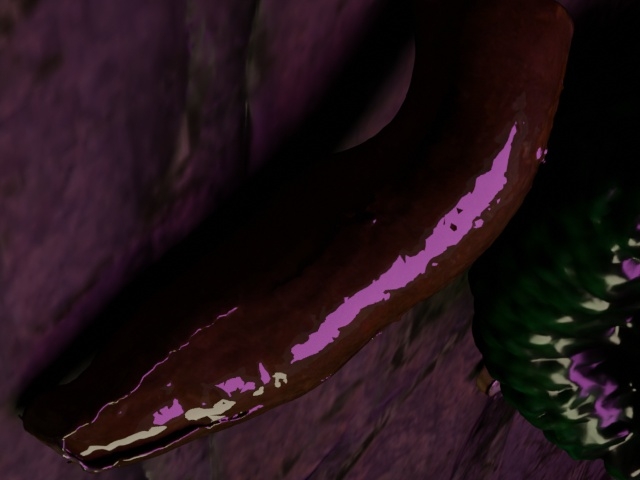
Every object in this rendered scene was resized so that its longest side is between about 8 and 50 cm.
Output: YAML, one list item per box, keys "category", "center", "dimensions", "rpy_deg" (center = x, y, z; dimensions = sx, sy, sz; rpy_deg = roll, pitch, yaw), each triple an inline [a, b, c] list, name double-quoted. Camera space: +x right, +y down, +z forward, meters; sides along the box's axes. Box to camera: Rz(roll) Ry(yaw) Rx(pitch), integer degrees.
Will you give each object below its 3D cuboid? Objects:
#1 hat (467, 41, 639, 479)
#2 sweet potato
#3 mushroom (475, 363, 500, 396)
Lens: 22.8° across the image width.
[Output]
- category: "hat"
  center: [0.253, -0.030, 0.943]
  dimensions: [0.332, 0.242, 0.274]
  rpy_deg: [-53, 176, -33]
- category: "sweet potato"
  center: [-0.003, -0.002, 0.674]
  dimensions: [0.286, 0.085, 0.112]
  rpy_deg: [-37, 123, -6]
- category: "mushroom"
  center: [0.148, 0.072, 1.164]
  dimensions: [0.101, 0.019, 0.049]
  rpy_deg: [-48, 160, -14]
